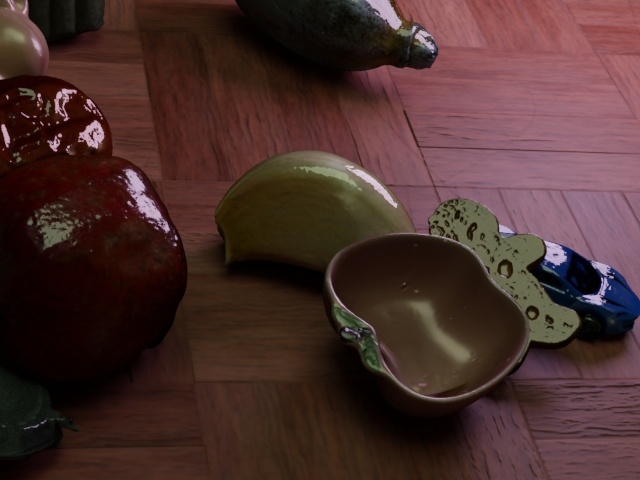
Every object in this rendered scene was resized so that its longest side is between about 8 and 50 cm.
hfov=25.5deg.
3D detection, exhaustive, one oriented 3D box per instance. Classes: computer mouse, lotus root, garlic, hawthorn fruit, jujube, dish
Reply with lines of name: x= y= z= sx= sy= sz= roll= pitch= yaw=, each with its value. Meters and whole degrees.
computer mouse: x=-0.334 y=0.151 z=1.281 sx=0.229 sy=0.068 sz=0.113 roll=22 pitch=22 yaw=-5
lotus root: x=0.005 y=-0.309 z=1.878 sx=0.322 sy=0.158 sz=0.140 roll=37 pitch=45 yaw=20
garlic: x=0.010 y=-0.010 z=1.546 sx=0.245 sy=0.145 sz=0.164 roll=20 pitch=70 yaw=8
hawthorn fruit: x=-0.250 y=0.029 z=1.346 sx=0.215 sy=0.215 sz=0.250 roll=37 pitch=46 yaw=28
jujube: x=-0.337 y=-0.081 z=1.489 sx=0.174 sy=0.174 sz=0.250 roll=36 pitch=46 yaw=27
dish: x=0.094 y=0.096 z=1.429 sx=0.213 sy=0.090 sz=0.213 roll=9 pitch=49 yaw=-10

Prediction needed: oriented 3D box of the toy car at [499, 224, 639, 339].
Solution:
toy car: x=0.254 y=0.041 z=1.577 sx=0.216 sy=0.063 sz=0.103 roll=18 pitch=38 yaw=8

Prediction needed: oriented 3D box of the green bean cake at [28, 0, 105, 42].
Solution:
green bean cake: x=-0.406 y=-0.350 z=1.844 sx=0.223 sy=0.125 sz=0.227 roll=-17 pitch=44 yaw=-28

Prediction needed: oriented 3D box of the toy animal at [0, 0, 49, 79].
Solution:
toy animal: x=-0.409 y=-0.183 z=1.597 sx=0.149 sy=0.165 sz=0.248 roll=47 pitch=34 yaw=3

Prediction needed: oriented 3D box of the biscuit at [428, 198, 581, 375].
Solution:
biscuit: x=0.185 y=0.042 z=1.518 sx=0.138 sy=0.031 sz=0.205 roll=-27 pitch=68 yaw=-9
